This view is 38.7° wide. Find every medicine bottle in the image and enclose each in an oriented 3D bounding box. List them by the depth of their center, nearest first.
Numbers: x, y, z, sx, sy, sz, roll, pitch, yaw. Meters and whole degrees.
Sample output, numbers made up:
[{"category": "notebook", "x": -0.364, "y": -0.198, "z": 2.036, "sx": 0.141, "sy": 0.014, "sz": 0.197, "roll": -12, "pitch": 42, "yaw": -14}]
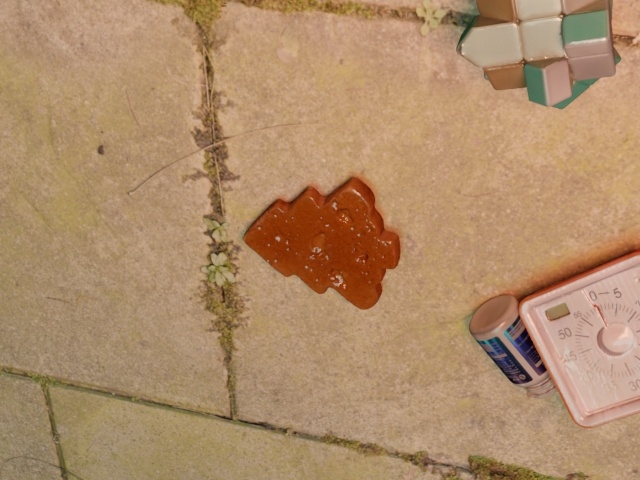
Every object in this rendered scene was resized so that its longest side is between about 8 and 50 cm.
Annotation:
[{"category": "medicine bottle", "x": 0.369, "y": 0.200, "z": 1.687, "sx": 0.107, "sy": 0.107, "sz": 0.191, "roll": -30, "pitch": 110, "yaw": 32}]

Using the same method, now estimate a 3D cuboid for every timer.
[{"category": "timer", "x": 0.511, "y": 0.155, "z": 1.583, "sx": 0.257, "sy": 0.161, "sz": 0.250, "roll": -28, "pitch": 103, "yaw": 32}]

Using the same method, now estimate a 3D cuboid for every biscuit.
[{"category": "biscuit", "x": 0.000, "y": 0.000, "z": 1.715, "sx": 0.306, "sy": 0.043, "sz": 0.284, "roll": 7, "pitch": 126, "yaw": 17}]

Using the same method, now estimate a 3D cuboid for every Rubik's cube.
[{"category": "Rubik's cube", "x": 0.313, "y": -0.301, "z": 1.296, "sx": 0.224, "sy": 0.213, "sz": 0.265, "roll": 2, "pitch": 124, "yaw": 17}]
